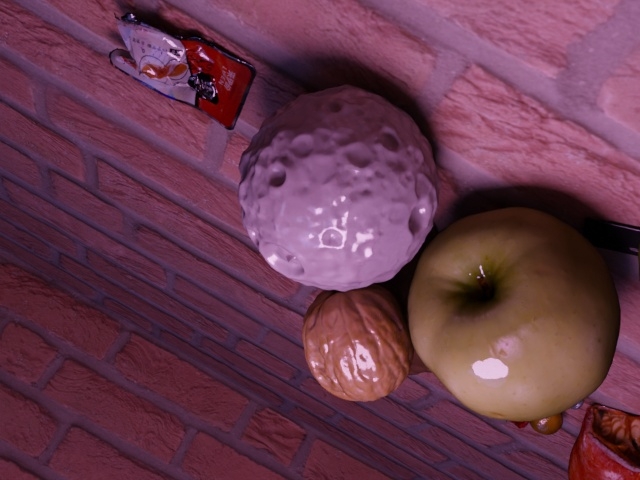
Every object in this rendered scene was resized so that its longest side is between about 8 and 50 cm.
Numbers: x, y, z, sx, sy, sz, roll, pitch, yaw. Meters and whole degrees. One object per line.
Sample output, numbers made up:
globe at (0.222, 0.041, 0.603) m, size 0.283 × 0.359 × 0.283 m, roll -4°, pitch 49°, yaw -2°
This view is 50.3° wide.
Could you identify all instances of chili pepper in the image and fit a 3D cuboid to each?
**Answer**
chili pepper at (0.724, 0.522, 1.616) m, size 0.251 × 0.229 × 0.306 m, roll -124°, pitch 17°, yaw -47°

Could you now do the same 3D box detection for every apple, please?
apple at (0.326, 0.127, 1.141) m, size 0.357 × 0.357 × 0.357 m, roll 23°, pitch 152°, yaw 13°

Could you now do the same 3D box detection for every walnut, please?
walnut at (0.068, 0.179, 1.194) m, size 0.213 × 0.213 × 0.213 m, roll 23°, pitch 152°, yaw 13°

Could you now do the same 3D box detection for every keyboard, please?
keyboard at (0.524, 0.004, 1.099) m, size 0.195 × 0.018 × 0.060 m, roll 15°, pitch 142°, yaw 25°

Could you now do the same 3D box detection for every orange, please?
orange at (0.573, 0.453, 1.739) m, size 0.085 × 0.085 × 0.095 m, roll 6°, pitch 154°, yaw 38°

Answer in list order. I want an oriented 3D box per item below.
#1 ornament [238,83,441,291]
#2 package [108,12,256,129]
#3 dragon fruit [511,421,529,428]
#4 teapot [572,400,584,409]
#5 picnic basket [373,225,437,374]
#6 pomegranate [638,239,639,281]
ornament at (0.025, -0.074, 1.124) m, size 0.336 × 0.337 × 0.337 m, roll 23°, pitch 152°, yaw 13°
package at (-0.260, -0.318, 1.259) m, size 0.269 × 0.071 × 0.194 m, roll 20°, pitch 156°, yaw -10°
dragon fruit at (0.487, 0.389, 1.725) m, size 0.162 × 0.083 × 0.106 m, roll 43°, pitch 139°, yaw 0°
teapot at (0.585, 0.354, 1.609) m, size 0.083 × 0.064 × 0.049 m, roll 37°, pitch -177°, yaw -20°
picnic basket at (0.132, 0.128, 1.421) m, size 0.320 × 0.254 × 0.291 m, roll -8°, pitch 129°, yaw 41°
pomegranate at (0.535, 0.033, 0.904) m, size 0.210 × 0.263 × 0.211 m, roll 6°, pitch 108°, yaw 19°
